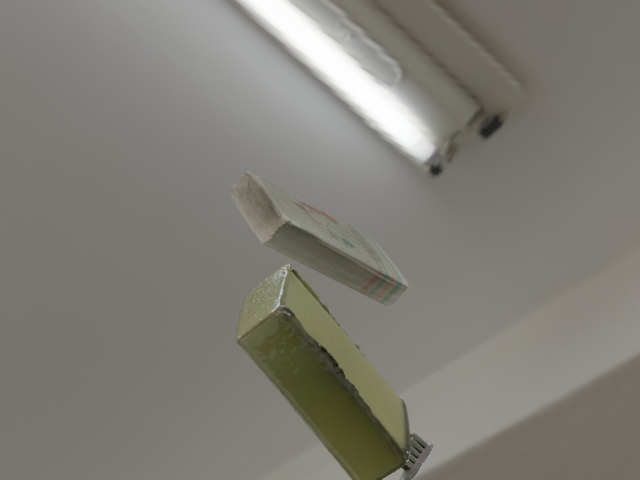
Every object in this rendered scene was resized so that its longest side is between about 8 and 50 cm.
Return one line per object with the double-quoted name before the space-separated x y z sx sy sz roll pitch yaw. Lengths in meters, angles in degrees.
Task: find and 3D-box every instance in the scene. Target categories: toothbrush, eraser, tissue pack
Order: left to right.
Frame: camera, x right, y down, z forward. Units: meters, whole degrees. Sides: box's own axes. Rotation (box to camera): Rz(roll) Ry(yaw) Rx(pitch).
"tissue pack" 0.000 0.000 0.779 0.108 0.056 0.023 29 -73 -40
"eraser" 0.004 0.113 1.139 0.058 0.117 0.172 -36 -76 11
"toothbrush" 0.020 0.326 1.361 0.030 0.342 0.025 40 -30 -5
